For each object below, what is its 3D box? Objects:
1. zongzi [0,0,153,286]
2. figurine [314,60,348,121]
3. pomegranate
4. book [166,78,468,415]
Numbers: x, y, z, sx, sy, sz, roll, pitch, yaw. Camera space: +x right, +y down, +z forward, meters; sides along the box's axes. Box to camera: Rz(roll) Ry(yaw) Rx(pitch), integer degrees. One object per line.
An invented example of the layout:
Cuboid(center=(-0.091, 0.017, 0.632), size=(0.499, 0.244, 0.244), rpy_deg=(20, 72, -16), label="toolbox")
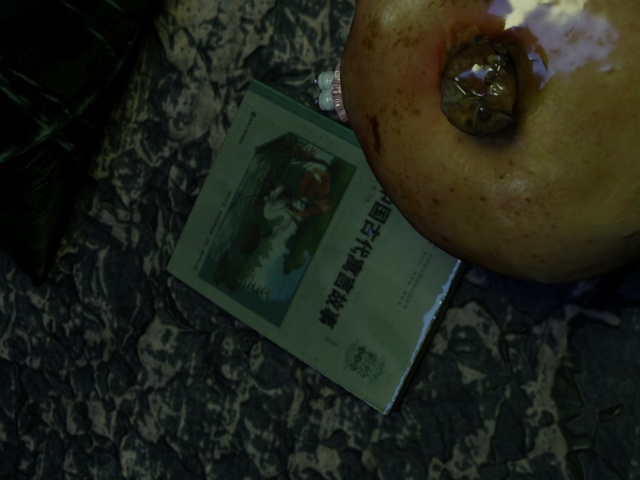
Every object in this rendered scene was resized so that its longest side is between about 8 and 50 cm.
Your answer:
Cuboid(center=(-0.292, -0.151, 1.423), size=(0.319, 0.362, 0.383), rpy_deg=(13, 54, 30), label="zongzi")
Cuboid(center=(0.052, -0.128, 1.289), size=(0.129, 0.054, 0.072), rpy_deg=(2, 92, 31), label="figurine")
Cuboid(center=(0.167, -0.133, 1.075), size=(0.338, 0.338, 0.338), rpy_deg=(-2, 86, 29), label="pomegranate")
Cuboid(center=(0.000, 0.000, 1.326), size=(0.283, 0.025, 0.215), rpy_deg=(29, 99, 29), label="book")
